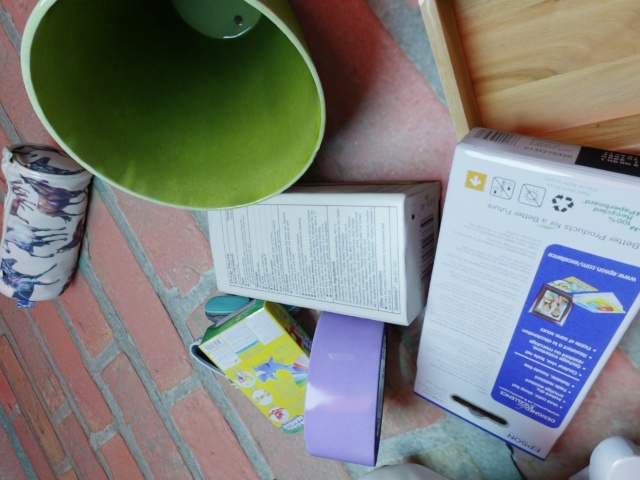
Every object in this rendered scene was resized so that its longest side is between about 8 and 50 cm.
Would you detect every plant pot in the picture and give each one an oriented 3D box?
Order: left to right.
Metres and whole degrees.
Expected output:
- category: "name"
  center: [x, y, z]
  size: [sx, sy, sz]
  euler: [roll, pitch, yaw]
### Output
- category: "plant pot"
  center: [-0.140, -0.235, 0.480]
  size: [0.274, 0.274, 0.294]
  euler: [-34, 45, 35]

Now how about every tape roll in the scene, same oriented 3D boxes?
- category: "tape roll"
  center: [0.041, 0.180, 0.522]
  size: [0.080, 0.189, 0.189]
  euler: [3, 105, 13]

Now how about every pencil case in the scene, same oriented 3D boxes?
- category: "pencil case"
  center: [-0.660, -0.034, 0.949]
  size: [0.160, 0.183, 0.410]
  euler: [41, 120, 19]

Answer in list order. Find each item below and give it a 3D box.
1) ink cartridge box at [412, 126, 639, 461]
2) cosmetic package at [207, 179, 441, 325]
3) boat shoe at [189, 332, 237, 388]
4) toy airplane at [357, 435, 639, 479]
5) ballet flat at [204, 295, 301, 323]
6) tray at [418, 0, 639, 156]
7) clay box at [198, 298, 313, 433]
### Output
- category: "ink cartridge box"
  center: [0.207, 0.078, 0.435]
  size: [0.175, 0.069, 0.371]
  euler: [21, 130, 28]
- category: "cosmetic package"
  center: [0.000, 0.000, 0.549]
  size: [0.296, 0.129, 0.153]
  euler: [5, 107, 32]
- category: "boat shoe"
  center: [-0.143, 0.230, 0.732]
  size: [0.227, 0.081, 0.079]
  euler: [18, 111, 27]
- category: "toy airplane"
  center: [0.212, 0.365, 0.402]
  size: [0.386, 0.272, 0.385]
  euler: [8, 128, 9]
- category: "ballet flat"
  center: [-0.108, 0.127, 0.698]
  size: [0.203, 0.074, 0.074]
  euler: [-6, 99, 29]
- category: "tray"
  center: [0.299, -0.176, 0.290]
  size: [0.410, 0.076, 0.203]
  euler: [-6, 127, 34]
- category: "clay box"
  center: [-0.065, 0.198, 0.633]
  size: [0.127, 0.053, 0.222]
  euler: [-32, 110, 15]
